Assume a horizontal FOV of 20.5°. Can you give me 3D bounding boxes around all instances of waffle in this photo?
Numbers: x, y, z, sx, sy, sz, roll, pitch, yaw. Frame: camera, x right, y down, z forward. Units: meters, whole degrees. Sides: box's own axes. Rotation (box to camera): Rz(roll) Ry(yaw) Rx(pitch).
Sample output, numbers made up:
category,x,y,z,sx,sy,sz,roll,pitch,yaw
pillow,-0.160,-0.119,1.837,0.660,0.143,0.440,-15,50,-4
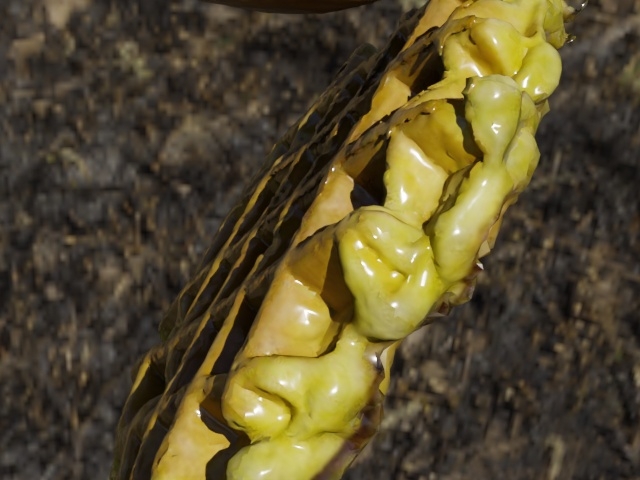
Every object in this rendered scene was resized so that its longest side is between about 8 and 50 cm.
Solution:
category,x,y,z,sx,sy,sz,roll,pitch,yaw
waffle,0.002,0.001,0.707,0.058,0.301,0.281,35,87,-11

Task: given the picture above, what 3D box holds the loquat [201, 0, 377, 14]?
category,x,y,z,sx,sy,sz,roll,pitch,yaw
loquat,-0.006,-0.184,0.641,0.238,0.193,0.238,2,26,-1
